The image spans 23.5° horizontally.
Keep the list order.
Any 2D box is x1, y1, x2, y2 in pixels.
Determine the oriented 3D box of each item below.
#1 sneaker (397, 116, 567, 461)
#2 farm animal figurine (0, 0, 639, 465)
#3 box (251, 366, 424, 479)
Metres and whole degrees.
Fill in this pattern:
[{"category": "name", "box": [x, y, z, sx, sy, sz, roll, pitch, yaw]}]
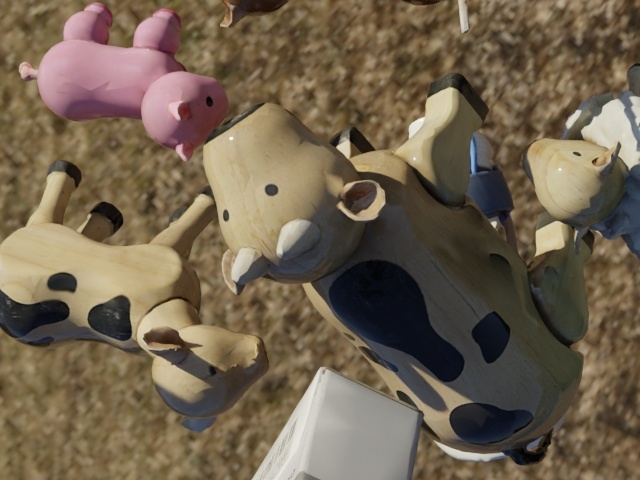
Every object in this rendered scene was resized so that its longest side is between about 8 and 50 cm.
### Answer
[{"category": "sneaker", "box": [0.112, 0.019, 1.305, 0.130, 0.323, 0.236, -18, 109, 9]}, {"category": "farm animal figurine", "box": [0.000, 0.000, 0.732, 0.326, 0.172, 0.330, 33, 131, -11]}, {"category": "box", "box": [-0.027, 0.147, 0.424, 0.038, 0.186, 0.145, 25, 127, -6]}]
